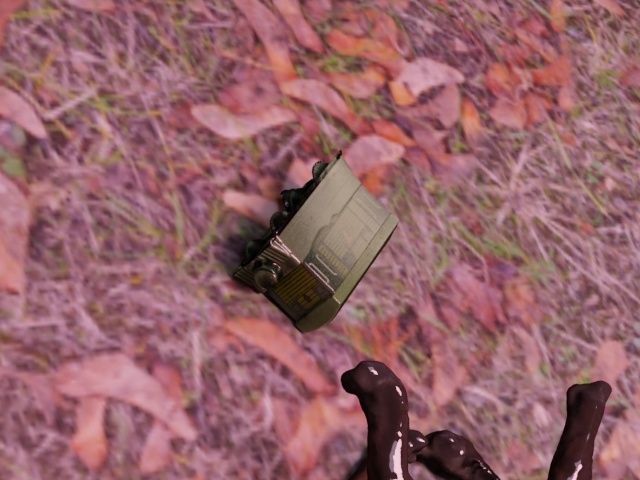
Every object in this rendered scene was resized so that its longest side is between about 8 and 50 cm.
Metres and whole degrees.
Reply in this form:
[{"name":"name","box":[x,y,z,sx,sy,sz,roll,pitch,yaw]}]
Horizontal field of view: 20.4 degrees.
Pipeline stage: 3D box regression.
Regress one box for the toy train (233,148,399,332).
[{"name":"toy train","box":[0.000,0.000,0.873,0.056,0.038,0.093,43,42,-6]}]

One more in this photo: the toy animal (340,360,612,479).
[{"name":"toy animal","box":[0.076,0.139,0.793,0.233,0.084,0.148,7,56,-39]}]
